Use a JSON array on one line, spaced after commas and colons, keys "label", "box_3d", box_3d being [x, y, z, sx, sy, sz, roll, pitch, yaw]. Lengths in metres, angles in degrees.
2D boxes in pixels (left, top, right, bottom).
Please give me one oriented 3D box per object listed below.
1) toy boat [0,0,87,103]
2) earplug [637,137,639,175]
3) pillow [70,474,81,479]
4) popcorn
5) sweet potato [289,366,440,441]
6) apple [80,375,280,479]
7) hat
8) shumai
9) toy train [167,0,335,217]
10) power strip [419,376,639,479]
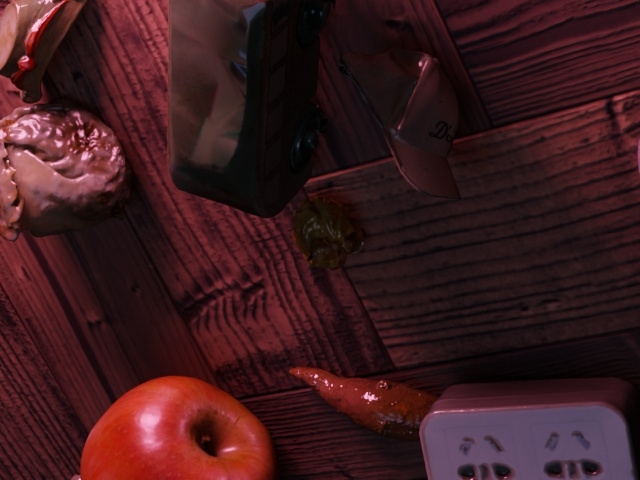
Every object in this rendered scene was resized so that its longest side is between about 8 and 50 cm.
[{"label": "toy boat", "box_3d": [-0.315, -0.219, 1.873, 0.185, 0.071, 0.089, -56, 43, 41]}, {"label": "earplug", "box_3d": [0.403, 0.001, 1.519, 0.214, 0.175, 0.325, -12, 102, 33]}, {"label": "pillow", "box_3d": [-0.216, 0.454, 2.224, 0.322, 0.120, 0.255, 32, 139, 7]}, {"label": "popcorn", "box_3d": [0.000, 0.000, 1.823, 0.084, 0.084, 0.084, 15, 126, 22]}, {"label": "sweet potato", "box_3d": [0.056, 0.184, 1.922, 0.226, 0.068, 0.068, 14, 126, 24]}, {"label": "apple", "box_3d": [-0.177, 0.294, 2.020, 0.242, 0.242, 0.241, 44, 126, -2]}, {"label": "hat", "box_3d": [0.094, -0.115, 1.661, 0.081, 0.122, 0.166, -28, 75, 24]}, {"label": "shumai", "box_3d": [-0.314, -0.065, 1.927, 0.184, 0.142, 0.184, 18, 129, 24]}, {"label": "toy train", "box_3d": [-0.073, -0.159, 1.711, 0.129, 0.159, 0.326, 21, 130, 20]}, {"label": "power strip", "box_3d": [0.249, 0.276, 1.840, 0.230, 0.141, 0.261, -6, 106, 24]}]
